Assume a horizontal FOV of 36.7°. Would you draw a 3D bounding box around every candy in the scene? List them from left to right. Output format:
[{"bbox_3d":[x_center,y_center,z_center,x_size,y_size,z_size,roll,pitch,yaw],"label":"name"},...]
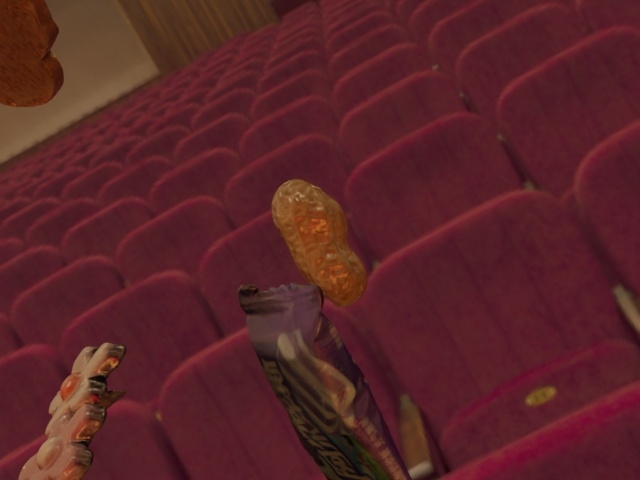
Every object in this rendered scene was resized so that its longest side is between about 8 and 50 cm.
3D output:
[{"bbox_3d":[0.008,0.161,0.988,0.070,0.275,0.145,-31,10,-32],"label":"candy"}]

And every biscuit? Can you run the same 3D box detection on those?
[{"bbox_3d":[-0.504,-0.339,1.360,0.269,0.376,0.051,1,50,26],"label":"biscuit"}]

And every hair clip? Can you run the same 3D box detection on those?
[{"bbox_3d":[-0.295,0.221,1.162,0.146,0.075,0.257,-34,19,22],"label":"hair clip"}]

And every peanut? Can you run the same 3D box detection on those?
[{"bbox_3d":[0.000,0.000,1.487,0.108,0.226,0.095,-36,-23,25],"label":"peanut"}]
